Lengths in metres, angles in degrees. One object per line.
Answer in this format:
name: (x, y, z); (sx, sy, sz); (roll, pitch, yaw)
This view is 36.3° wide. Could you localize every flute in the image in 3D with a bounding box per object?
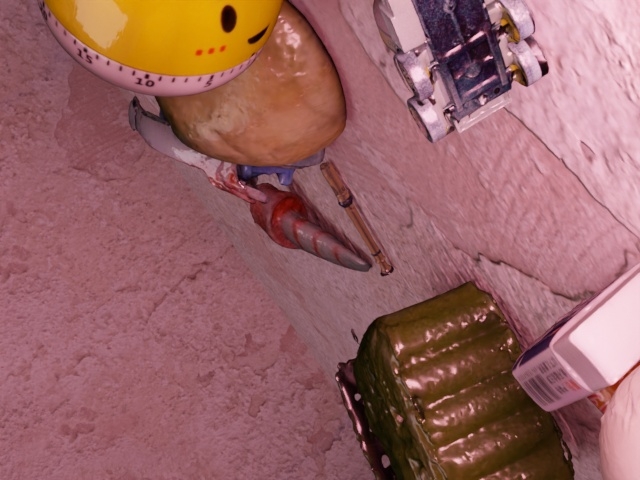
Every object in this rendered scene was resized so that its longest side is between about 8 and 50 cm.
flute: (0.058, -0.033, 1.570); (0.233, 0.027, 0.027); (58, 168, -30)

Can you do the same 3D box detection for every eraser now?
eraser: (0.252, 0.086, 0.876); (0.068, 0.124, 0.210); (50, 169, 11)

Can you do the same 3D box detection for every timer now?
timer: (-0.149, -0.308, 0.981); (0.285, 0.285, 0.285); (49, 169, 13)

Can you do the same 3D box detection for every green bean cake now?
green bean cake: (0.170, 0.243, 1.365); (0.335, 0.218, 0.319); (64, 169, 14)

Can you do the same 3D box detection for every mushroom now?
mushroom: (-0.126, -0.238, 1.243); (0.292, 0.212, 0.217); (56, 176, 21)

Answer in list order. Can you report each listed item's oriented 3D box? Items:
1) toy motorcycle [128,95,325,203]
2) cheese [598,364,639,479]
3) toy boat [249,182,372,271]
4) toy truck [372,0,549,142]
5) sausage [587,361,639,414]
toy motorcycle: (-0.144, -0.188, 1.473); (0.241, 0.182, 0.319); (25, -172, -39)
cheese: (0.311, 0.160, 0.751); (0.154, 0.189, 0.198); (-104, -11, -49)
toy boat: (0.000, 0.000, 1.840); (0.282, 0.096, 0.206); (29, 164, 34)
toy truck: (0.080, -0.190, 0.750); (0.257, 0.108, 0.140); (58, -178, -44)
sausage: (0.369, 0.215, 0.958); (0.234, 0.071, 0.071); (48, 169, 22)
